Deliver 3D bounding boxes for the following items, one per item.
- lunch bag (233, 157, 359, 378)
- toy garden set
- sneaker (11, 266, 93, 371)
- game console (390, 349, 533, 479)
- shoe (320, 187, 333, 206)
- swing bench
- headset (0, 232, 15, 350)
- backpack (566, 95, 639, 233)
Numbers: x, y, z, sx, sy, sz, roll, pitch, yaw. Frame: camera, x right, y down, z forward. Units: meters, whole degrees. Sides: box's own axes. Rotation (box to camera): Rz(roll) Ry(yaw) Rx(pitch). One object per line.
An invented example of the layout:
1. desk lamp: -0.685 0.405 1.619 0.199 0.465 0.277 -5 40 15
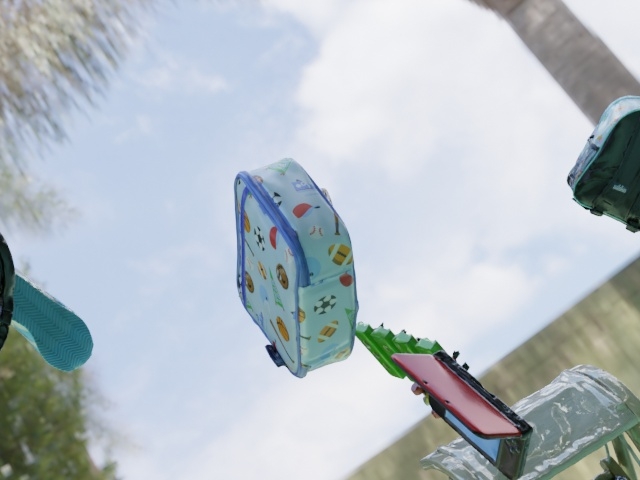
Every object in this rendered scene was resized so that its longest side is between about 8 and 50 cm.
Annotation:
1. lunch bag: -0.047 0.042 1.978 0.115 0.243 0.303 -21 -39 -22
2. toy garden set: 0.177 0.202 2.052 0.049 0.204 0.244 -47 22 -16
3. sneaker: -0.437 0.111 2.083 0.087 0.092 0.228 -43 -59 -6
4. game console: 0.142 0.186 1.417 0.085 0.144 0.124 -25 -42 -30
5. shoe: 0.000 0.000 2.842 0.058 0.219 0.076 -4 6 11
6. swing bench: 0.307 0.322 1.706 0.253 0.254 0.165 -29 4 -18
7. headset: -0.562 0.024 1.917 0.243 0.394 0.185 19 -29 -35
8. backpack: 0.493 -0.130 2.115 0.144 0.166 0.188 -78 13 -63
